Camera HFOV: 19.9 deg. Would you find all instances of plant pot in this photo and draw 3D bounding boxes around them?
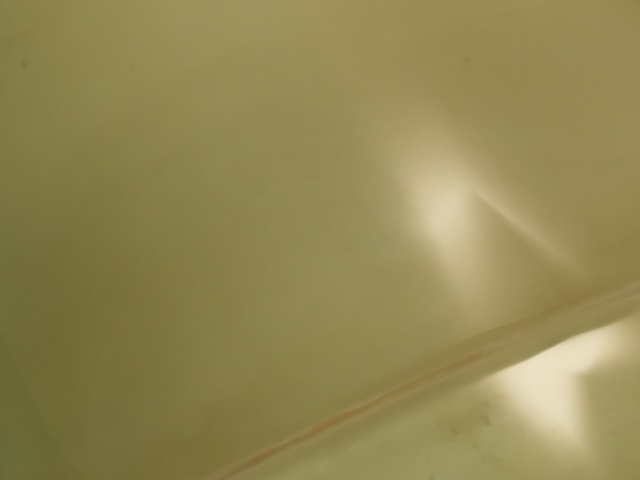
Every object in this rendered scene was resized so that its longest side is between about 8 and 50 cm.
[{"bbox_3d":[0.000,0.000,0.544,0.323,0.323,0.280,-24,76,0],"label":"plant pot"}]
